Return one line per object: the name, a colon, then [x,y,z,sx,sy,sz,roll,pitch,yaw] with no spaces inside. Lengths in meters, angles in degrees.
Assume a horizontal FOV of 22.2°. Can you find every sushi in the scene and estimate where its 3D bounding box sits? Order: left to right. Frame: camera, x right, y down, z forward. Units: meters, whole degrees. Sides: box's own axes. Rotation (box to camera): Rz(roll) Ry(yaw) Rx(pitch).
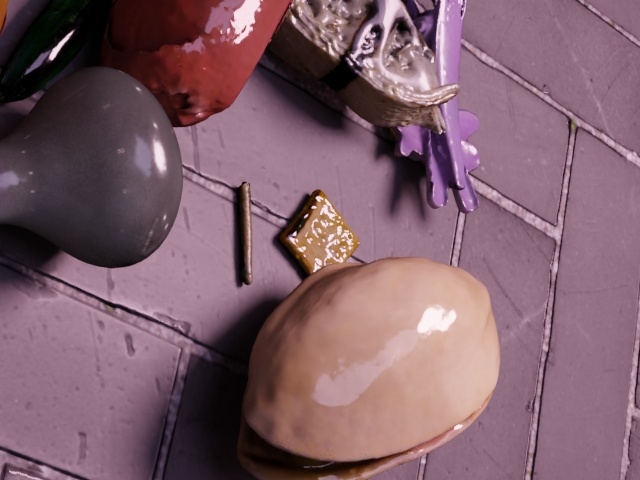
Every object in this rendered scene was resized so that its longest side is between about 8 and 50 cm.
sushi: [0.031,-0.195,1.716,0.109,0.134,0.273,-47,112,-36]

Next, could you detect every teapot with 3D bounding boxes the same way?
teapot: [-0.252,-0.053,1.403,0.251,0.183,0.183,-10,86,-33]

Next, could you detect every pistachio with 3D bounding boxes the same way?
pistachio: [0.044,0.132,1.606,0.214,0.193,0.318,39,52,20]

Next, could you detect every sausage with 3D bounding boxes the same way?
sausage: [-0.109,-0.234,1.572,0.152,0.152,0.279,41,65,-28]

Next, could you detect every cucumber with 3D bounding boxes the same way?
cucumber: [-0.225,-0.230,1.545,0.056,0.056,0.284,45,58,-26]

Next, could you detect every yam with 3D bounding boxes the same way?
yam: [-0.076,-0.007,1.652,0.014,0.014,0.107,8,74,-41]

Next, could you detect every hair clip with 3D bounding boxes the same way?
hair clip: [0.135,-0.167,1.845,0.137,0.090,0.278,9,79,-43]

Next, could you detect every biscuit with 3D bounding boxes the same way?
biscuit: [0.000,0.000,1.717,0.081,0.018,0.083,51,51,-21]

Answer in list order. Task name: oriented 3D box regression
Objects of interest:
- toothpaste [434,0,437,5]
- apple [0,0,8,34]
toothpaste: [0.109,-0.349,1.900,0.045,0.028,0.170,-50,117,-31]
apple: [-0.382,-0.238,1.209,0.339,0.305,0.338,9,70,-26]
